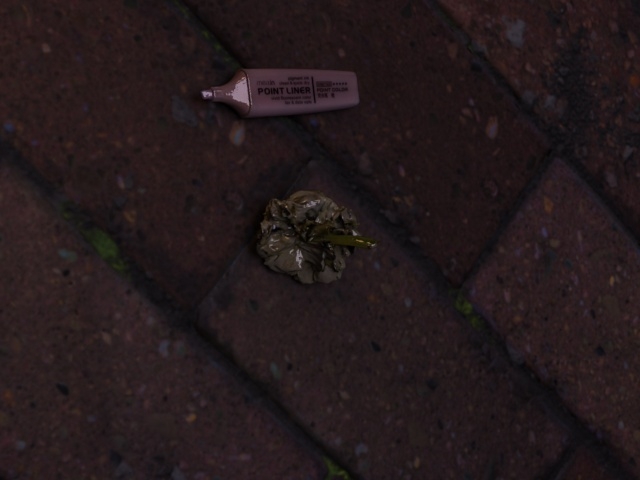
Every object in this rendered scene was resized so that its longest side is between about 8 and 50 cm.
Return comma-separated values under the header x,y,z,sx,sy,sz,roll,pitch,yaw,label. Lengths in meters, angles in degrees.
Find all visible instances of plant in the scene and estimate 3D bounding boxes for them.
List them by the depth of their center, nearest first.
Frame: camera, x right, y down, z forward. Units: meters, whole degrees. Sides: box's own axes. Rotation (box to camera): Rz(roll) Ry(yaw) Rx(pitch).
x,y,z,sx,sy,sz,roll,pitch,yaw,label
0.000,0.000,1.433,0.117,0.122,0.104,1,97,-39,plant

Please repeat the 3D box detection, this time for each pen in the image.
x,y,z,sx,sy,sz,roll,pitch,yaw,label
-0.044,-0.161,1.466,0.197,0.032,0.053,-8,90,-33,pen
